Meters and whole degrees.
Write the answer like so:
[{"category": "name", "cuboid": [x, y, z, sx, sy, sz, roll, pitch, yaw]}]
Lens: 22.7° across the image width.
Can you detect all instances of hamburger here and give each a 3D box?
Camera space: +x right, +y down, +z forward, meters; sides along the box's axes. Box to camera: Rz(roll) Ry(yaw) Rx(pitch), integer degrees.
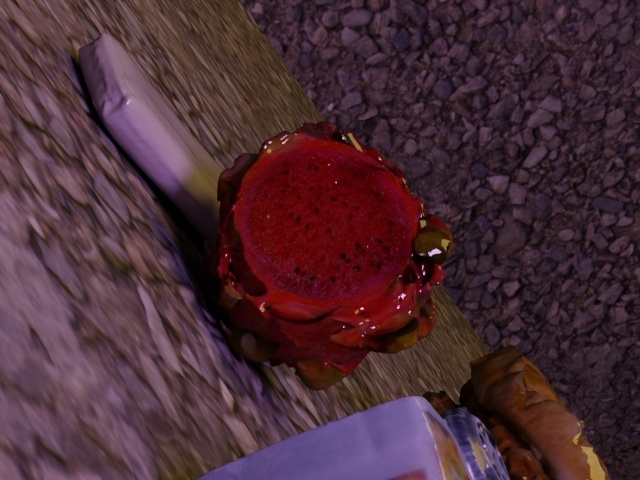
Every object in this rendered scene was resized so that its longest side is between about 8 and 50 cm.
[{"category": "hamburger", "cuboid": [0.155, 0.216, 1.042, 0.283, 0.145, 0.259, 52, 3, -2]}]

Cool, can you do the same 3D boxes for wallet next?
[{"category": "wallet", "cuboid": [-0.084, -0.044, 0.983, 0.190, 0.033, 0.095, 51, 10, -41]}]

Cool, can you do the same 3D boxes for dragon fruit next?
[{"category": "dragon fruit", "cuboid": [0.000, 0.000, 0.918, 0.207, 0.133, 0.150, -101, -162, -70]}]

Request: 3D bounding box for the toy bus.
[{"category": "toy bus", "cuboid": [0.060, 0.171, 0.693, 0.329, 0.109, 0.136, 46, 22, -61]}]
